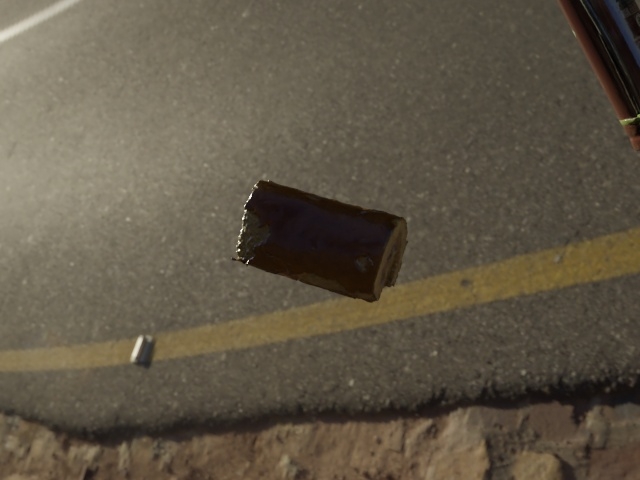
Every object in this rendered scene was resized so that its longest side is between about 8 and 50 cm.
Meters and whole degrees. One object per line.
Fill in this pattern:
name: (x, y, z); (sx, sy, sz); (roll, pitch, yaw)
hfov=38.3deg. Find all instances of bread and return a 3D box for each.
bread: (0.000, 0.000, 0.466); (0.083, 0.036, 0.046); (16, 102, 21)

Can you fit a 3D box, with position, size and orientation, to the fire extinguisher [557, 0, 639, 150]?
fire extinguisher: (0.185, -0.133, 0.588); (0.043, 0.158, 0.064); (-26, 8, 36)
